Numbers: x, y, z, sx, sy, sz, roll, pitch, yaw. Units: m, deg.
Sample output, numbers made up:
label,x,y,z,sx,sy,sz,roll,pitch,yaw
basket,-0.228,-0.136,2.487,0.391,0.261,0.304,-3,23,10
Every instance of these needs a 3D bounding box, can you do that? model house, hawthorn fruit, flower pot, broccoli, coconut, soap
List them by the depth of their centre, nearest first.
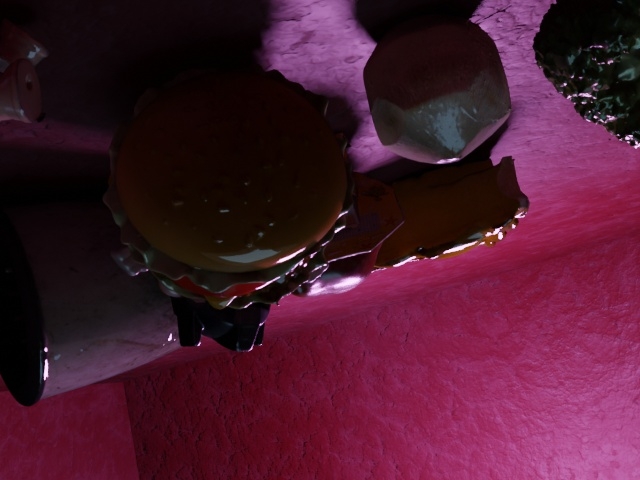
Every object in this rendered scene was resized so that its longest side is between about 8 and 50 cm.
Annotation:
label,x,y,z,sx,sy,sz,roll,pitch,yaw
broccoli,0.370,-0.238,0.890,0.254,0.186,0.302,38,144,-20
coconut,0.135,-0.163,0.980,0.161,0.162,0.161,-11,168,-2
model house,0.000,-0.083,1.296,0.219,0.207,0.136,-15,131,12
flower pot,-0.325,0.067,1.315,0.330,0.293,0.294,-12,170,-36
hawthorn fruit,0.000,0.000,1.439,0.208,0.208,0.248,-16,-169,15
soap,0.170,-0.038,1.570,0.339,0.169,0.304,-13,168,-5

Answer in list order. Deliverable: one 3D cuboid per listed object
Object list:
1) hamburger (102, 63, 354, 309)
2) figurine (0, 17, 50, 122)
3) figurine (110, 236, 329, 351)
label,x,y,z,sx,sy,sz,roll,pitch,yaw
hamburger,-0.099,-0.063,0.956,0.275,0.274,0.212,-11,166,-8
figurine,-0.372,-0.114,0.767,0.276,0.133,0.200,-16,164,9
figurine,-0.130,0.008,1.186,0.309,0.308,0.143,-10,178,-11
